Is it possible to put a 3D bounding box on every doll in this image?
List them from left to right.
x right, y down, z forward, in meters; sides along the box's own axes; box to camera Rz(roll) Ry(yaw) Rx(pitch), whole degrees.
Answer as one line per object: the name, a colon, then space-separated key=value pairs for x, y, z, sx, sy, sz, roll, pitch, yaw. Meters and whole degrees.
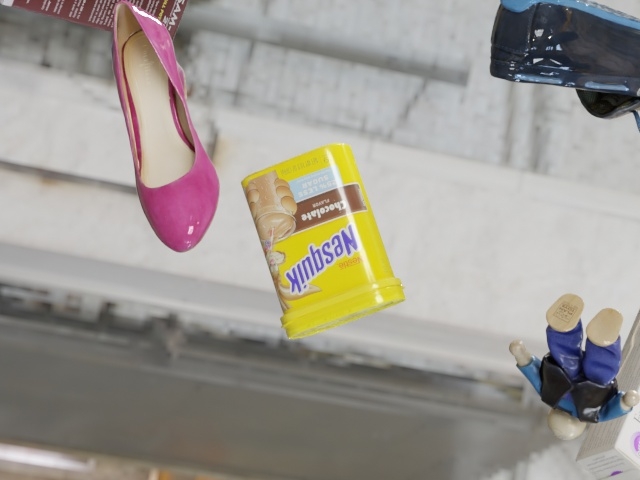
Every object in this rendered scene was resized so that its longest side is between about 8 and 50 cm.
doll: x=0.230 y=0.121 z=1.688 sx=0.046 sy=0.129 sz=0.189 roll=-58 pitch=159 yaw=-31

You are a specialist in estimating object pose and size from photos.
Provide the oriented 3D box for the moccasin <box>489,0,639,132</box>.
moccasin: x=0.309 y=-0.188 z=1.984 sx=0.138 sy=0.342 sz=0.116 roll=40 pitch=-68 yaw=57

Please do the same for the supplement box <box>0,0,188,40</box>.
supplement box: x=-0.287 y=-0.300 z=2.144 sx=0.130 sy=0.239 sz=0.073 roll=37 pitch=-70 yaw=46

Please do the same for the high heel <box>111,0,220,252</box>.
high heel: x=-0.154 y=-0.109 z=1.733 sx=0.117 sy=0.082 sz=0.244 roll=55 pitch=25 yaw=-53

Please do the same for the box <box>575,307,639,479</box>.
box: x=0.353 y=0.111 z=1.884 sx=0.067 sy=0.063 sz=0.324 roll=-32 pitch=-157 yaw=52

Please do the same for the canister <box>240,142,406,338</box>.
canister: x=0.000 y=0.000 z=1.858 sx=0.073 sy=0.126 sz=0.169 roll=6 pitch=64 yaw=-71
